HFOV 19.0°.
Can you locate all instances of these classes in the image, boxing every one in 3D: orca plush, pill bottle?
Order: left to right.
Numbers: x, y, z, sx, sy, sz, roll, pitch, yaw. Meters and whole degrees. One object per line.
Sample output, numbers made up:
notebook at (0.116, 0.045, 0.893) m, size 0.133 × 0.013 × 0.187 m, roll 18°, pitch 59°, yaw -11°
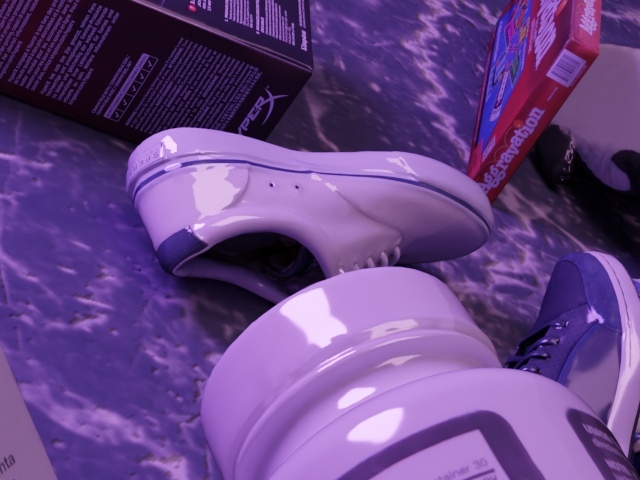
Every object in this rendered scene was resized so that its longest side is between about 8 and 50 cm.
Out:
pill bottle at (0.069, 0.164, 0.759) m, size 0.176 × 0.176 × 0.318 m, roll 7°, pitch 39°, yaw -38°
orca plush at (0.272, -0.070, 1.454) m, size 0.287 × 0.151 × 0.102 m, roll 15°, pitch -26°, yaw 47°

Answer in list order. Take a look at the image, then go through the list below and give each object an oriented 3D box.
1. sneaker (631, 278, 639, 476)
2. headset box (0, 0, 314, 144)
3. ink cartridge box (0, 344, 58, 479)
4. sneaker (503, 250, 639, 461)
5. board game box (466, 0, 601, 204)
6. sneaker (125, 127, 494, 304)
sneaker at (0.198, 0.129, 1.159) m, size 0.131 × 0.112 × 0.296 m, roll 11°, pitch 32°, yaw -5°
headset box at (-0.159, -0.190, 1.218) m, size 0.293 × 0.110 × 0.218 m, roll 20°, pitch 40°, yaw -22°
ink cartridge box at (-0.132, 0.238, 0.531) m, size 0.324 × 0.071 × 0.330 m, roll -44°, pitch 115°, yaw -59°
sneaker at (0.093, 0.082, 1.068) m, size 0.163 × 0.086 × 0.226 m, roll 21°, pitch 55°, yaw -17°
board game box at (0.167, -0.153, 1.458) m, size 0.027 × 0.145 × 0.281 m, roll 30°, pitch 30°, yaw -8°
sneaker at (0.000, 0.000, 1.159) m, size 0.258 × 0.094 × 0.091 m, roll 5°, pitch 59°, yaw -33°
